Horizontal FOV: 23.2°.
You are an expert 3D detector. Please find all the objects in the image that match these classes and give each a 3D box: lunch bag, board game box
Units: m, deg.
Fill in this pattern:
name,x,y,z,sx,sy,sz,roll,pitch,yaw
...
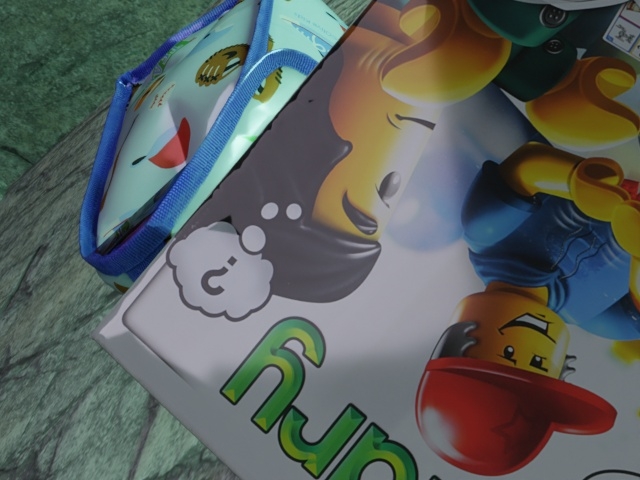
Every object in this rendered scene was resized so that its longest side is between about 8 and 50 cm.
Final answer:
name,x,y,z,sx,sy,sz,roll,pitch,yaw
lunch bag,0.000,0.000,1.187,0.239,0.328,0.385,-40,20,23
board game box,0.107,0.046,0.396,0.305,0.053,0.193,38,88,26
